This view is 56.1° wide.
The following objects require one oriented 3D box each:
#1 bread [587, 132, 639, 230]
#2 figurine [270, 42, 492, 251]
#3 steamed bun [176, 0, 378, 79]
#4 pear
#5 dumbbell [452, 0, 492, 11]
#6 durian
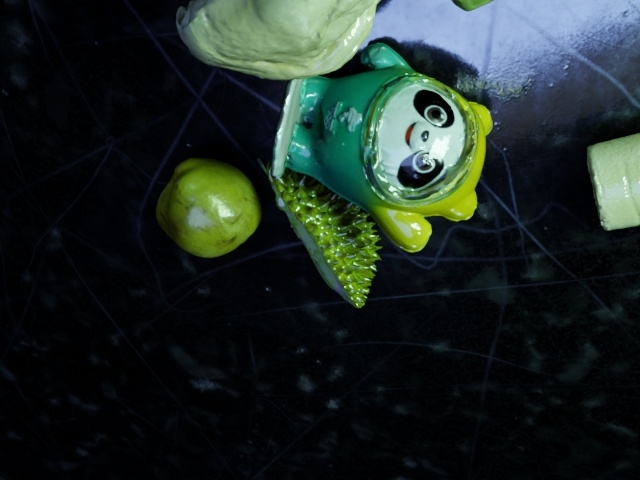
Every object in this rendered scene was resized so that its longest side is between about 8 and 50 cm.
[{"bbox_3d":[0.509,-0.096,0.956,0.141,0.134,0.148,-14,130,23],"label":"bread"},{"bbox_3d":[0.104,-0.158,0.983,0.340,0.231,0.323,15,87,2],"label":"figurine"},{"bbox_3d":[-0.016,-0.374,0.820,0.230,0.372,0.325,34,167,-35],"label":"steamed bun"},{"bbox_3d":[-0.210,-0.060,1.149,0.200,0.200,0.199,7,123,11],"label":"pear"},{"bbox_3d":[0.309,-0.426,0.819,0.302,0.121,0.108,-19,85,25],"label":"dumbbell"},{"bbox_3d":[0.004,-0.005,1.143,0.170,0.157,0.355,-13,118,41],"label":"durian"}]
